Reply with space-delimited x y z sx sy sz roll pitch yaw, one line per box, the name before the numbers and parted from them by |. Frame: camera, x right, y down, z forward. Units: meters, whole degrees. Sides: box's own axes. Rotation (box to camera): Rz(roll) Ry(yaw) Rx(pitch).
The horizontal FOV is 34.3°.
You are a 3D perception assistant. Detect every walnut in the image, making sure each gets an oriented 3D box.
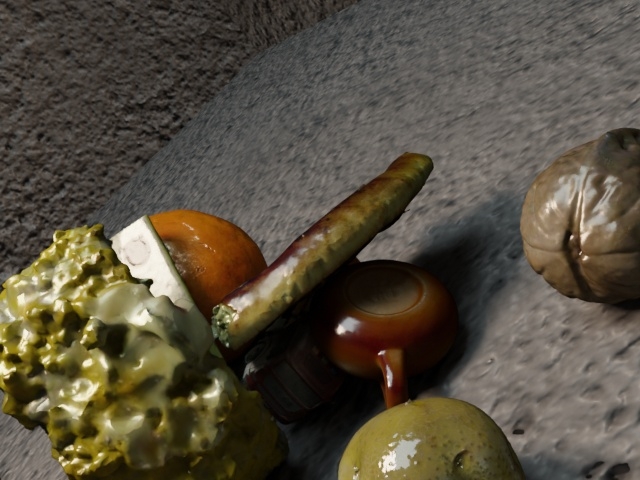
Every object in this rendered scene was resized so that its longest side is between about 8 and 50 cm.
walnut | 0.308 -0.032 1.085 0.178 0.178 0.230 -16 17 49

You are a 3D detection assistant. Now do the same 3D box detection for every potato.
potato | 0.095 0.219 0.949 0.157 0.157 0.194 -45 6 -17

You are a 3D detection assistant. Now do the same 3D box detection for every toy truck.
toy truck | -0.001 0.119 1.393 0.135 0.114 0.270 -33 17 33

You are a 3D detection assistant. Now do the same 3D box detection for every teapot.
teapot | 0.079 0.122 1.234 0.178 0.135 0.252 -6 38 0

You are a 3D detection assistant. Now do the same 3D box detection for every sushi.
sushi | -0.232 0.181 1.234 0.240 0.396 0.351 -43 0 -12

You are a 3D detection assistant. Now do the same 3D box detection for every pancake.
pancake | 0.002 -0.001 1.324 0.427 0.067 0.305 -41 6 -25

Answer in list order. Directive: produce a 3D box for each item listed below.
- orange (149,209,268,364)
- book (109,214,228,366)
orange | -0.221 0.082 1.646 0.283 0.226 0.284 -4 47 5
book | -0.268 0.163 1.497 0.239 0.352 0.035 -35 -20 13
